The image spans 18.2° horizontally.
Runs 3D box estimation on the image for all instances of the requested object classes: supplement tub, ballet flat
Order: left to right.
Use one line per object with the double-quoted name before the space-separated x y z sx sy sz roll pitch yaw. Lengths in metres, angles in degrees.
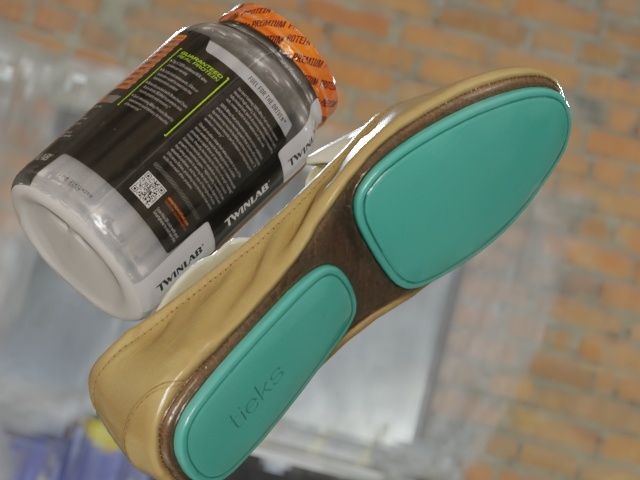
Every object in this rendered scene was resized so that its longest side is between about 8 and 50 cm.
"supplement tub" -0.084 -0.052 1.210 0.117 0.190 0.117 38 -23 20
"ballet flat" 0.000 0.000 0.790 0.073 0.232 0.080 28 -29 44
